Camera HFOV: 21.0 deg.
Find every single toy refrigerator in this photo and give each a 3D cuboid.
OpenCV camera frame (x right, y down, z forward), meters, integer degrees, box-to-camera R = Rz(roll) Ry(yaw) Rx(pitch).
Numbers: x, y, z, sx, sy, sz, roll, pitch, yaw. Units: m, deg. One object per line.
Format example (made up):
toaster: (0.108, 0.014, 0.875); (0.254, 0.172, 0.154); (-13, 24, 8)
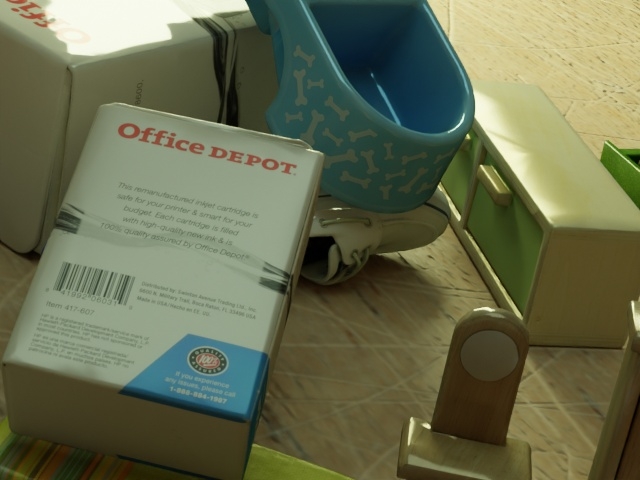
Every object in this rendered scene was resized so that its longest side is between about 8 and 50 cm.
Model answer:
toy refrigerator: (0.163, -0.028, 1.375); (0.094, 0.102, 0.269); (3, 28, -15)

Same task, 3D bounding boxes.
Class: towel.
towel: (-0.082, 0.147, 1.032); (0.237, 0.021, 0.102); (17, 33, 10)

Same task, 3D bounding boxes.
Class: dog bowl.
dog bowl: (0.014, -0.163, 1.314); (0.166, 0.074, 0.297); (-7, 62, -42)

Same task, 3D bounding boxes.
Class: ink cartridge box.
ink cartridge box: (-0.162, -0.156, 1.427); (0.285, 0.166, 0.395); (30, 32, 31)
ink cartridge box: (-0.091, 0.029, 1.053); (0.148, 0.086, 0.203); (13, 53, 4)

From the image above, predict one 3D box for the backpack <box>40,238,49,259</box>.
backpack: (-0.130, 0.026, 1.162); (0.120, 0.098, 0.101); (15, 31, 7)

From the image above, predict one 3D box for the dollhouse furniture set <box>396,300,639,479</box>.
dollhouse furniture set: (0.183, 0.191, 0.872); (0.303, 0.174, 0.355); (11, 26, 2)

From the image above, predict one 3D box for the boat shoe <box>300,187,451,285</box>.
boat shoe: (0.000, 0.000, 1.306); (0.226, 0.083, 0.076); (0, 57, -24)

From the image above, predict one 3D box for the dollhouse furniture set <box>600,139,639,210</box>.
dollhouse furniture set: (0.388, -0.071, 1.436); (0.151, 0.197, 0.301); (-1, 28, -25)
